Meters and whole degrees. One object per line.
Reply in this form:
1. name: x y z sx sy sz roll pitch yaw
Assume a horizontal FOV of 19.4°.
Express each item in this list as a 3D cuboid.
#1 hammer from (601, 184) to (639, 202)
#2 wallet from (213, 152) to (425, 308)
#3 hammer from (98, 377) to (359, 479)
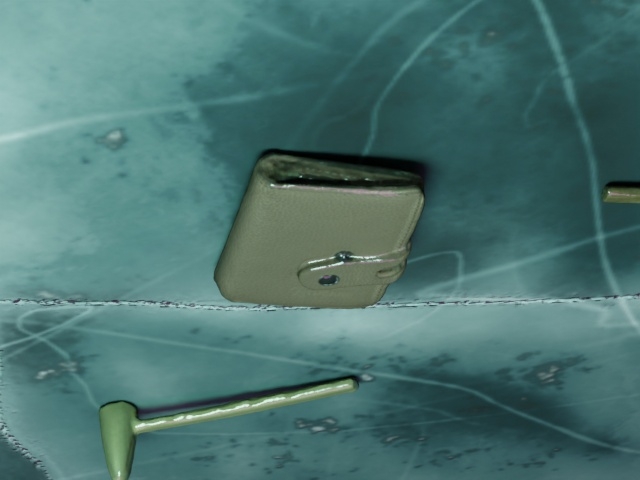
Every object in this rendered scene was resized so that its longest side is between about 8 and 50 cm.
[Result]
1. hammer: 0.270 -0.029 1.204 0.182 0.017 0.062 1 148 -11
2. wallet: 0.000 0.000 1.181 0.118 0.039 0.153 3 147 -12
3. hammer: -0.066 0.133 1.385 0.195 0.060 0.028 -12 149 1
